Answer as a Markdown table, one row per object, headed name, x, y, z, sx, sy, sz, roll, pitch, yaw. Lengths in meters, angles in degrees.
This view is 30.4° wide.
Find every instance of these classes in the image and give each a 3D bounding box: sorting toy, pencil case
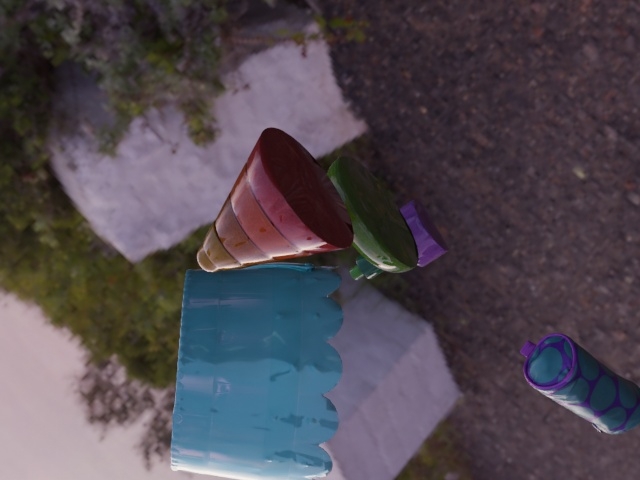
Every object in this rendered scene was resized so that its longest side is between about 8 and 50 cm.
| name | x | y | z | sx | sy | sz | roll | pitch | yaw |
| --- | --- | --- | --- | --- | --- | --- | --- | --- | --- |
| sorting toy | 0.000 | 0.000 | 1.116 | 0.365 | 0.126 | 0.127 | 13 | -134 | -63 |
| pencil case | 0.274 | 0.150 | 1.222 | 0.152 | 0.064 | 0.070 | 33 | -175 | -39 |

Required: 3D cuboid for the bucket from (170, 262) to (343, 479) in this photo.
| name | x | y | z | sx | sy | sz | roll | pitch | yaw |
| --- | --- | --- | --- | --- | --- | --- | --- | --- | --- |
| bucket | -0.077 | 0.158 | 1.400 | 0.183 | 0.281 | 0.281 | 5 | 155 | -4 |
